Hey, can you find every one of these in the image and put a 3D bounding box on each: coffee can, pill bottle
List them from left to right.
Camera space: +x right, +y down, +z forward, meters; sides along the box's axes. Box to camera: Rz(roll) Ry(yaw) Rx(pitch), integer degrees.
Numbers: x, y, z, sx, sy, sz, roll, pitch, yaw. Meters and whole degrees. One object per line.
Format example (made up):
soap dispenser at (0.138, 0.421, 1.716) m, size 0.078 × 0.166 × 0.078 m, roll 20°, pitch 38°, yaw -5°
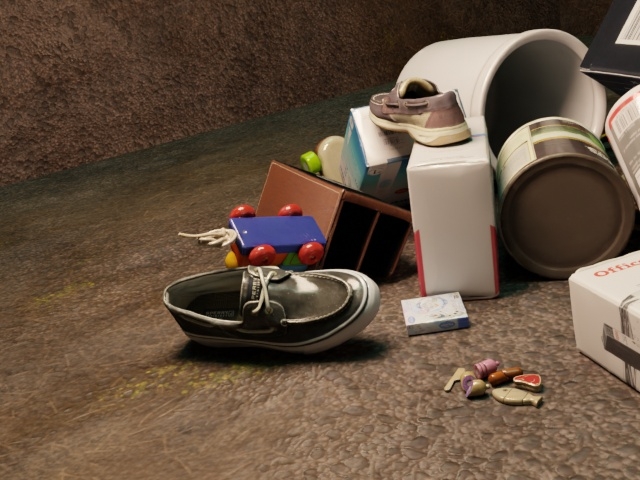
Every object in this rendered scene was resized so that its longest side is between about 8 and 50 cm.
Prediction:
coffee can at (0.395, -0.080, 1.341) m, size 0.201 × 0.202 × 0.275 m, roll -6°, pitch 19°, yaw 13°
pill bottle at (0.545, -0.093, 1.193) m, size 0.161 × 0.161 × 0.283 m, roll -9°, pitch 55°, yaw 2°

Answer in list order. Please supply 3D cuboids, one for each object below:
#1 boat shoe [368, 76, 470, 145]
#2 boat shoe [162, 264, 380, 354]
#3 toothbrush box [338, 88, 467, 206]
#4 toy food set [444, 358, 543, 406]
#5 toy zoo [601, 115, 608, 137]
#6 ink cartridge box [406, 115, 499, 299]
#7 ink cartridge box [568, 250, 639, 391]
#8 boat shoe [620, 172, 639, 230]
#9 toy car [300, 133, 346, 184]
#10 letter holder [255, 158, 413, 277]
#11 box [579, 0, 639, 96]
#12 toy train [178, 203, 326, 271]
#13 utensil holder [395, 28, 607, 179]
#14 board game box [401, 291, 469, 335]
boat shoe at (0.162, -0.230, 1.357) m, size 0.102 × 0.093 × 0.285 m, roll -12°, pitch 21°, yaw -15°
boat shoe at (-0.083, 0.096, 1.159) m, size 0.335 × 0.119 × 0.121 m, roll -11°, pitch 59°, yaw 25°
toothbrush box at (0.163, -0.171, 1.631) m, size 0.216 × 0.126 × 0.295 m, roll -12°, pitch -15°, yaw -8°
toy food set at (0.218, 0.170, 0.988) m, size 0.122 × 0.019 × 0.078 m, roll 1°, pitch 22°, yaw 30°
toy zoo at (0.717, -0.286, 1.871) m, size 0.192 × 0.030 × 0.293 m, roll -22°, pitch -5°, yaw -10°
ink cartridge box at (0.227, -0.062, 1.340) m, size 0.131 × 0.226 × 0.306 m, roll -6°, pitch 18°, yaw 11°
ink cartridge box at (0.447, 0.102, 0.921) m, size 0.196 × 0.114 × 0.273 m, roll -15°, pitch 20°, yaw -12°
boat shoe at (0.635, -0.047, 1.290) m, size 0.323 × 0.123 × 0.120 m, roll 6°, pitch 55°, yaw 41°
toy car at (0.018, -0.173, 1.927) m, size 0.155 × 0.149 × 0.188 m, roll -29°, pitch 13°, yaw -20°
letter holder at (0.000, 0.000, 1.439) m, size 0.151 × 0.215 × 0.302 m, roll 16°, pitch 6°, yaw -29°
box at (0.774, -0.329, 1.568) m, size 0.395 × 0.212 × 0.293 m, roll 23°, pitch 8°, yaw -21°
toy train at (-0.125, 0.029, 1.245) m, size 0.247 × 0.143 × 0.105 m, roll -3°, pitch 48°, yaw -33°
utensil holder at (0.381, -0.298, 1.804) m, size 0.327 × 0.328 × 0.385 m, roll -17°, pitch 18°, yaw -21°
board game box at (0.169, 0.108, 1.193) m, size 0.089 × 0.020 × 0.090 m, roll -8°, pitch 19°, yaw 4°
